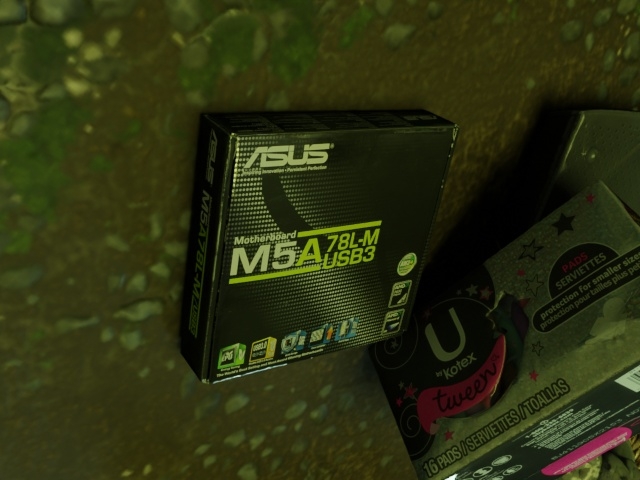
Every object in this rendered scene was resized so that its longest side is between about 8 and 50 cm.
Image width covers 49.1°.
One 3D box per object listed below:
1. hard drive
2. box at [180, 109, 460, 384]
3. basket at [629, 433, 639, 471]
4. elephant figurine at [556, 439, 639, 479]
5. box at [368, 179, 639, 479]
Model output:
[{"bbox_3d":[0.283,-0.044,0.682,0.254,0.054,0.172,0,116,-36],"label":"hard drive"},{"bbox_3d":[0.000,0.000,0.504,0.190,0.045,0.184,-7,123,-34],"label":"box"},{"bbox_3d":[0.504,0.367,1.080,0.299,0.223,0.213,-50,167,-1],"label":"basket"},{"bbox_3d":[0.205,0.263,0.758,0.169,0.186,0.239,44,117,-11],"label":"elephant figurine"},{"bbox_3d":[0.193,0.094,0.589,0.247,0.142,0.163,-41,138,23],"label":"box"}]
